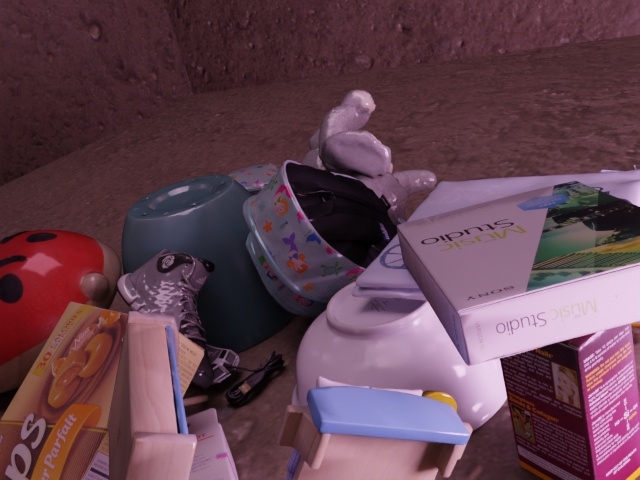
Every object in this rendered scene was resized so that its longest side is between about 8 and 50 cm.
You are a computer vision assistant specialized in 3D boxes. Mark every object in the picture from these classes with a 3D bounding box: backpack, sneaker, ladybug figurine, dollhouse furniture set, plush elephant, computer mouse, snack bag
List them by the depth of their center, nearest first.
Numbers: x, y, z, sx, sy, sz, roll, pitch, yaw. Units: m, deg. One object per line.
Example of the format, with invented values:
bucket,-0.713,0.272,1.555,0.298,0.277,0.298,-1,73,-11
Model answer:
dollhouse furniture set,-0.048,0.232,0.714,0.303,0.287,0.198,9,21,-18
snack bag,0.247,-0.012,0.977,0.322,0.037,0.342,-2,26,29
sneaker,-0.190,0.092,1.057,0.132,0.086,0.229,-43,60,-3
computer mouse,-0.156,0.191,1.105,0.192,0.042,0.106,8,36,33
backpack,0.000,0.000,1.120,0.191,0.225,0.253,-39,-28,19
ladybug figurine,-0.516,0.104,1.249,0.449,0.162,0.305,-20,38,33
plush elephant,0.080,-0.097,1.350,0.255,0.272,0.330,18,37,40
backpack,-0.149,-0.076,1.598,0.188,0.145,0.166,-20,28,-3

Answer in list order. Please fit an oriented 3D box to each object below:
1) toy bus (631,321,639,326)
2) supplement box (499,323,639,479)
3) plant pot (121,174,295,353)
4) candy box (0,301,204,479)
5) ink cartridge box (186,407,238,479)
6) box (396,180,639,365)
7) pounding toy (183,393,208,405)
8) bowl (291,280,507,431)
toy bus,0.331,0.038,1.020,0.332,0.130,0.108,-1,28,32
supplement box,0.247,0.151,0.733,0.080,0.188,0.104,-27,25,-27
plant pot,-0.201,0.029,1.258,0.292,0.235,0.293,-14,22,6
candy box,-0.282,0.233,0.833,0.182,0.087,0.317,5,61,39
ink cartridge box,-0.151,0.284,0.845,0.115,0.067,0.198,-19,24,-7
box,0.216,0.015,0.758,0.232,0.059,0.322,-15,15,0
pounding toy,-0.246,0.217,1.008,0.100,0.141,0.130,-3,40,29
bowl,0.090,0.131,0.959,0.297,0.134,0.298,-14,23,6
